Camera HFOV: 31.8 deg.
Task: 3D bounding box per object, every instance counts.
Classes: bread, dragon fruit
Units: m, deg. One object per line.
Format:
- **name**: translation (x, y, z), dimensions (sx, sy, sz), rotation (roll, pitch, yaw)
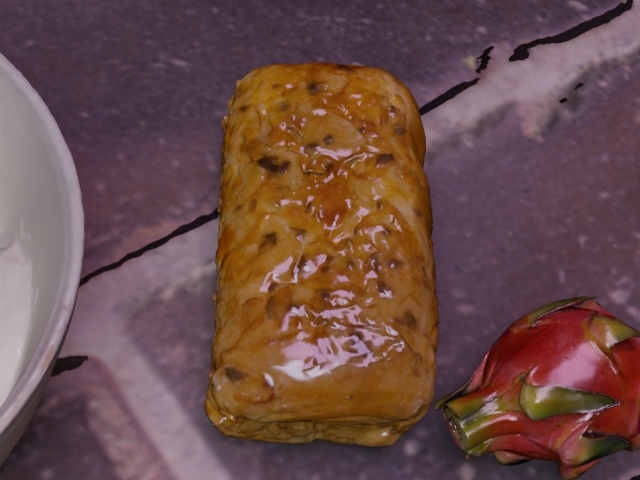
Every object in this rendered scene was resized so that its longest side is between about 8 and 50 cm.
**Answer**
- **bread**: translation (0.000, 0.000, 0.569), dimensions (0.114, 0.083, 0.211), rotation (2, 54, -6)
- **dragon fruit**: translation (0.112, 0.074, 0.541), dimensions (0.116, 0.086, 0.081), rotation (-20, 75, -7)

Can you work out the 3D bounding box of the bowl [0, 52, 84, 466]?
- **bowl**: translation (-0.236, 0.031, 0.457), dimensions (0.277, 0.145, 0.277), rotation (5, 57, -8)
